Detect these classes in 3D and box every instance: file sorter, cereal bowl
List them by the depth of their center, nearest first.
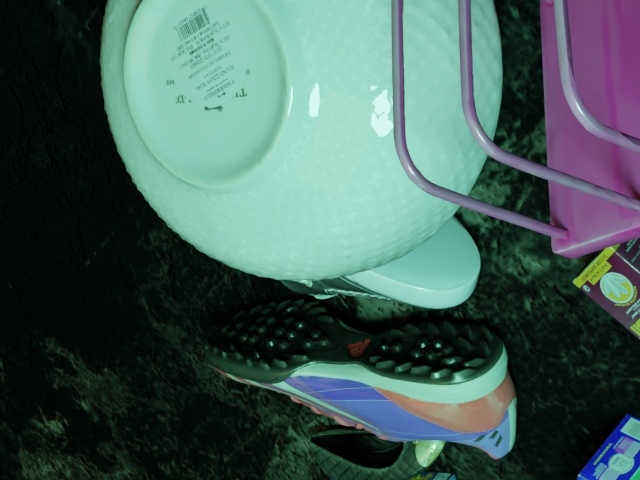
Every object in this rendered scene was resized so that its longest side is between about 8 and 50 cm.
[{"bbox_3d":[0.198,-0.137,0.883,0.291,0.182,0.202,-21,61,45],"label":"file sorter"},{"bbox_3d":[-0.043,-0.125,1.106,0.339,0.141,0.338,10,107,35],"label":"cereal bowl"}]

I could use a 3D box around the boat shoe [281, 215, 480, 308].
[{"bbox_3d":[0.000,0.000,1.266,0.301,0.108,0.102,22,136,24],"label":"boat shoe"}]

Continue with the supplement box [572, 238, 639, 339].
[{"bbox_3d":[0.246,0.035,1.138,0.083,0.043,0.055,41,136,6],"label":"supplement box"}]

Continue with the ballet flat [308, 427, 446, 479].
[{"bbox_3d":[0.052,0.200,1.402,0.049,0.057,0.173,42,143,-24],"label":"ballet flat"}]

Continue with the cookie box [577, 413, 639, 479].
[{"bbox_3d":[0.246,0.215,1.237,0.040,0.092,0.107,25,134,27],"label":"cookie box"}]

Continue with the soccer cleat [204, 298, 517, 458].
[{"bbox_3d":[0.031,0.130,1.342,0.318,0.108,0.116,4,126,34],"label":"soccer cleat"}]

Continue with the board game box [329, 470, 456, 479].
[{"bbox_3d":[0.100,0.317,1.471,0.136,0.035,0.201,-1,120,39],"label":"board game box"}]
